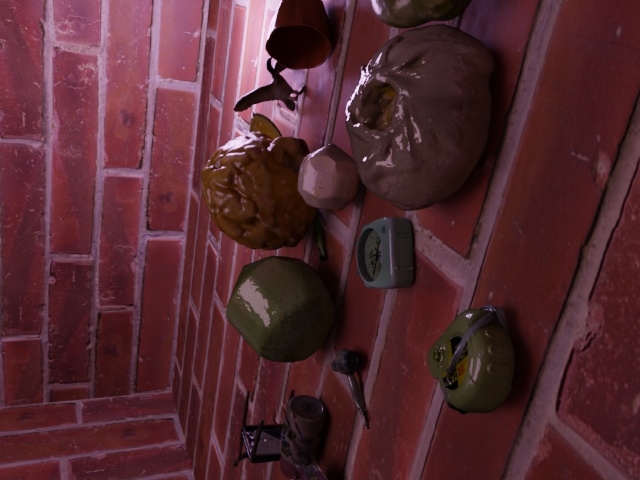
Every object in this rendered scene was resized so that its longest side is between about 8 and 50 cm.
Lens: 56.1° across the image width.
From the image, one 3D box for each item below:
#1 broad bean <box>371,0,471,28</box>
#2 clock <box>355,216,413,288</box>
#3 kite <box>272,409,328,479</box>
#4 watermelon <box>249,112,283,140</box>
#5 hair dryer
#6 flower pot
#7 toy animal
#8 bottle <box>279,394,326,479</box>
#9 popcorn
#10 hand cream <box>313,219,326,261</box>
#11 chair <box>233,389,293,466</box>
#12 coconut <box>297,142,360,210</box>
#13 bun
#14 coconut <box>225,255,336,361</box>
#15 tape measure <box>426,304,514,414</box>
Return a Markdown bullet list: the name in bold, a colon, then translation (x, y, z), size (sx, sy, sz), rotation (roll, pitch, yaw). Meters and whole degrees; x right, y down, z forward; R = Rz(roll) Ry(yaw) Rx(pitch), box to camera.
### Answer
- **broad bean**: translation (0.201, -0.497, 1.118), size (0.238, 0.119, 0.291), rotation (-40, 34, 18)
- **clock**: translation (0.138, 0.032, 1.398), size (0.211, 0.066, 0.159), rotation (171, 99, -66)
- **kite**: translation (-0.034, 0.629, 1.654), size (0.204, 0.022, 0.360), rotation (-24, 92, 57)
- **watermelon**: translation (-0.185, -0.288, 2.051), size (0.123, 0.129, 0.301), rotation (-139, 48, -63)
- **hair dryer**: translation (0.077, 0.378, 1.571), size (0.167, 0.067, 0.199), rotation (170, 85, -75)
- **flower pot**: translation (-0.058, -0.620, 1.742), size (0.190, 0.190, 0.173), rotation (134, 145, -57)
- **toy animal**: translation (-0.126, -0.507, 1.906), size (0.272, 0.160, 0.197), rotation (-58, 2, -27)
- **bottle**: translation (-0.061, 0.587, 1.767), size (0.120, 0.120, 0.253), rotation (-129, 46, -55)
- **popcorn**: translation (-0.183, -0.143, 1.781), size (0.354, 0.390, 0.344), rotation (10, 118, 34)
- **hand cream**: translation (0.000, 0.000, 1.762), size (0.036, 0.023, 0.122), rotation (146, 117, -61)
- **chair**: translation (-0.162, 0.638, 1.920), size (0.166, 0.188, 0.272), rotation (-130, 50, -57)
- **coconut**: translation (0.026, -0.167, 1.549), size (0.161, 0.161, 0.162), rotation (-139, 56, -60)
- **bun**: translation (0.163, -0.235, 1.163), size (0.365, 0.219, 0.365), rotation (-176, 90, -66)
- **coconut**: translation (-0.119, 0.180, 1.712), size (0.328, 0.281, 0.328), rotation (48, 163, 19)
- **tape measure**: translation (0.271, 0.214, 1.052), size (0.175, 0.106, 0.200), rotation (-93, 22, -44)
